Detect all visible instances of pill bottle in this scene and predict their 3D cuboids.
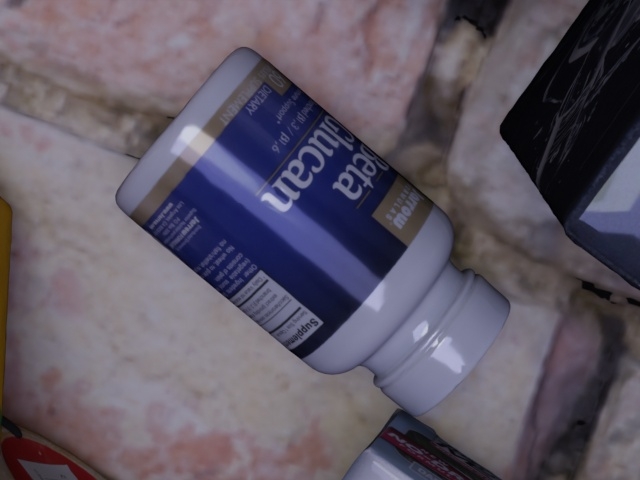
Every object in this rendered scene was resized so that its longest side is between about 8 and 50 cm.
[{"bbox_3d":[0.000,0.000,0.751,0.169,0.094,0.094,40,98,-5],"label":"pill bottle"}]

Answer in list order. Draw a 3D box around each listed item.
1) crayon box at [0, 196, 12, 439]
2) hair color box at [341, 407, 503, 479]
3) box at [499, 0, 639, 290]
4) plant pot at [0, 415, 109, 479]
[{"bbox_3d":[-0.235,0.077,0.691,0.203,0.323,0.083,-23,134,16],"label":"crayon box"},{"bbox_3d":[0.004,0.284,0.741,0.185,0.113,0.374,33,98,7],"label":"hair color box"},{"bbox_3d":[0.242,-0.115,0.616,0.179,0.312,0.343,34,98,-4],"label":"box"},{"bbox_3d":[-0.157,0.184,0.740,0.191,0.191,0.174,39,95,-5],"label":"plant pot"}]
